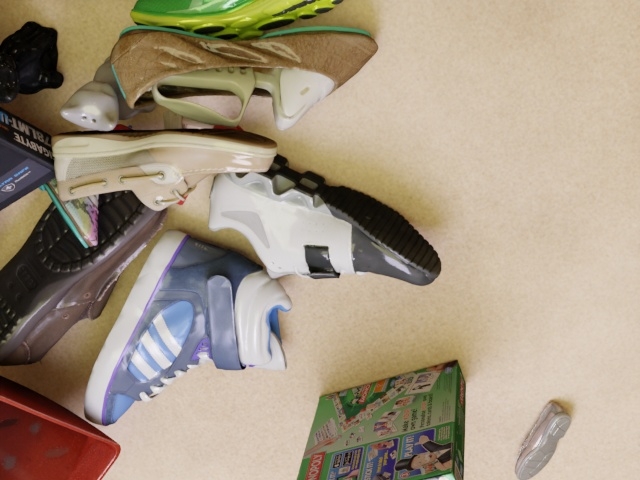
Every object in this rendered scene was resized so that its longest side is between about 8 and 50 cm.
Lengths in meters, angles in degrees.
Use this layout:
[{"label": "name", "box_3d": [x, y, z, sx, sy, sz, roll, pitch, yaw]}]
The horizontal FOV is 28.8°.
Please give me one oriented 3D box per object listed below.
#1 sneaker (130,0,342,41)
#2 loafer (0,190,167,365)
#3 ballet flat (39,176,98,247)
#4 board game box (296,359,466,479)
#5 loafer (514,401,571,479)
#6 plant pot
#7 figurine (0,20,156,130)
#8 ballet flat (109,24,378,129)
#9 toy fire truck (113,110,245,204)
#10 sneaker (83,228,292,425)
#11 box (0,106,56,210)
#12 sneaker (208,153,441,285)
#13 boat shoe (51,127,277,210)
[{"label": "sneaker", "box_3d": [-0.103, -0.328, 1.596, 0.295, 0.109, 0.124, -12, 78, 16]}, {"label": "loafer", "box_3d": [-0.346, 0.039, 1.746, 0.366, 0.130, 0.134, -41, 59, 11]}, {"label": "ballet flat", "box_3d": [-0.347, -0.083, 1.672, 0.079, 0.077, 0.221, -38, 60, -15]}, {"label": "board game box", "box_3d": [0.084, 0.268, 1.645, 0.213, 0.317, 0.046, -17, 106, 13]}, {"label": "loafer", "box_3d": [0.313, 0.285, 1.773, 0.045, 0.039, 0.125, 14, 117, -32]}, {"label": "plant pot", "box_3d": [-0.490, 0.294, 1.711, 0.235, 0.267, 0.267, 36, 89, 39]}, {"label": "figurine", "box_3d": [-0.332, -0.199, 1.599, 0.214, 0.209, 0.092, 16, 110, 2]}, {"label": "ballet flat", "box_3d": [-0.092, -0.202, 1.571, 0.342, 0.116, 0.124, 0, 69, -14]}, {"label": "toy fire truck", "box_3d": [-0.195, -0.123, 1.636, 0.192, 0.047, 0.135, 30, 92, 26]}, {"label": "sneaker", "box_3d": [-0.172, 0.164, 1.743, 0.236, 0.130, 0.323, 27, 105, 2]}, {"label": "box", "box_3d": [-0.522, -0.084, 1.534, 0.295, 0.293, 0.073, -28, 66, 13]}, {"label": "sneaker", "box_3d": [0.000, 0.000, 1.675, 0.330, 0.122, 0.146, 27, 112, 10]}, {"label": "boat shoe", "box_3d": [-0.195, -0.089, 1.549, 0.302, 0.109, 0.098, 1, 97, 18]}]
